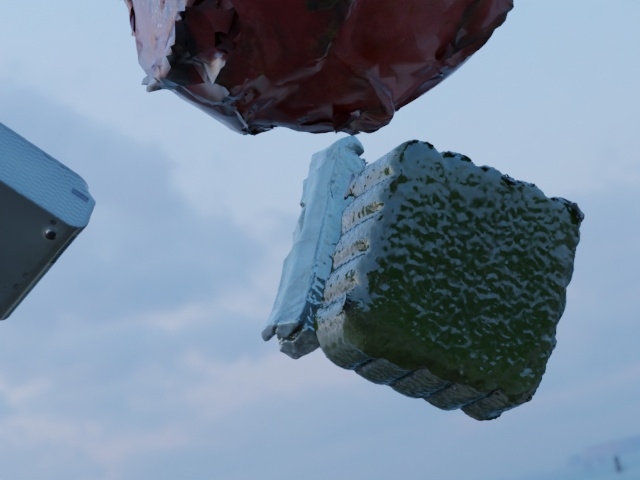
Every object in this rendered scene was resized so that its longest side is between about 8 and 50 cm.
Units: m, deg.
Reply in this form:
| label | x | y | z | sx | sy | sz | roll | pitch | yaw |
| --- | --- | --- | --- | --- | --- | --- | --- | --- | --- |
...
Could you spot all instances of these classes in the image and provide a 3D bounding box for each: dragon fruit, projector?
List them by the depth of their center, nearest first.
| label | x | y | z | sx | sy | sz | roll | pitch | yaw |
| --- | --- | --- | --- | --- | --- | --- | --- | --- | --- |
| dragon fruit | -0.007 | -0.220 | 1.191 | 0.301 | 0.296 | 0.295 | -11 | -9 | 2 |
| projector | -0.427 | -0.043 | 2.034 | 0.198 | 0.250 | 0.108 | -45 | 19 | 32 |

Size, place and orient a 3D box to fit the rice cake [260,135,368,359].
| label | x | y | z | sx | sy | sz | roll | pitch | yaw |
| --- | --- | --- | --- | --- | --- | --- | --- | --- | --- |
| rice cake | 0.000 | 0.000 | 1.959 | 0.066 | 0.336 | 0.063 | -31 | -62 | 34 |

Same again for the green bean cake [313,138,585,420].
| label | x | y | z | sx | sy | sz | roll | pitch | yaw |
| --- | --- | --- | --- | --- | --- | --- | --- | --- | --- |
| green bean cake | 0.135 | 0.045 | 1.821 | 0.247 | 0.250 | 0.156 | 21 | -18 | -13 |
